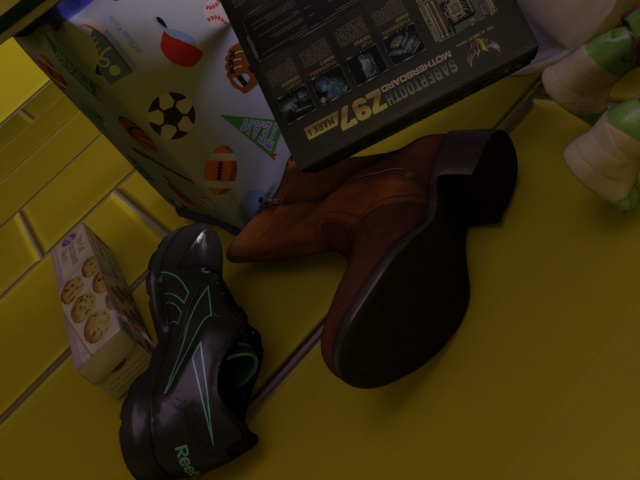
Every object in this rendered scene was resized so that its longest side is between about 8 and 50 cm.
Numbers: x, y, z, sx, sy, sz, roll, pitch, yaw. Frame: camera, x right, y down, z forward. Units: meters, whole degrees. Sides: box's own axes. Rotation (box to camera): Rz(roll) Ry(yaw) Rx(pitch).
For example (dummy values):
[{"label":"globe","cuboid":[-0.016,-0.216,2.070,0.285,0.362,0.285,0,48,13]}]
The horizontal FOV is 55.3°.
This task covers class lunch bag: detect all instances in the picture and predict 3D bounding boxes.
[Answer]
[{"label":"lunch bag","cuboid":[-0.109,-0.256,0.741,0.239,0.328,0.385,18,65,46]}]

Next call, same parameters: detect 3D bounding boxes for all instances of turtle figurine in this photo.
[{"label":"turtle figurine","cuboid":[0.298,-0.137,0.387,0.266,0.275,0.197,-46,64,45]}]

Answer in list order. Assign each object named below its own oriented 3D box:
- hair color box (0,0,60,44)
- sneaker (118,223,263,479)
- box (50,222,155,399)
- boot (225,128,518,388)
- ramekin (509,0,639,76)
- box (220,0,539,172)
[{"label":"hair color box","cuboid":[-0.246,-0.329,0.572,0.174,0.105,0.347,-25,41,19]},{"label":"sneaker","cuboid":[-0.101,0.088,0.562,0.106,0.101,0.267,-16,48,15]},{"label":"box","cuboid":[-0.275,0.071,0.753,0.067,0.063,0.324,-42,34,-5]},{"label":"boot","cuboid":[0.000,0.000,0.548,0.280,0.096,0.264,0,50,44]},{"label":"ramekin","cuboid":[0.207,-0.297,0.555,0.127,0.272,0.273,-24,26,-27]},{"label":"box","cuboid":[0.048,-0.192,0.554,0.233,0.183,0.059,-26,-4,15]}]
